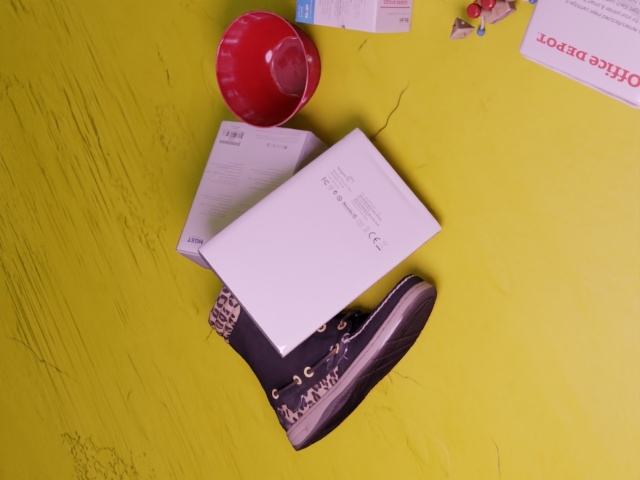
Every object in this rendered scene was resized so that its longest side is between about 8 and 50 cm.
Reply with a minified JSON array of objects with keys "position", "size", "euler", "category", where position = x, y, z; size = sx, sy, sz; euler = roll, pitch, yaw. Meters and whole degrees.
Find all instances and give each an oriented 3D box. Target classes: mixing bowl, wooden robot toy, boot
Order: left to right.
[{"position":[-0.066,-0.272,1.833],"size":[0.181,0.098,0.181],"euler":[9,105,34],"category":"mixing bowl"},{"position":[-0.010,0.124,1.858],"size":[0.284,0.138,0.377],"euler":[48,125,19],"category":"boot"},{"position":[0.241,-0.352,1.622],"size":[0.173,0.076,0.079],"euler":[-29,72,35],"category":"wooden robot toy"}]

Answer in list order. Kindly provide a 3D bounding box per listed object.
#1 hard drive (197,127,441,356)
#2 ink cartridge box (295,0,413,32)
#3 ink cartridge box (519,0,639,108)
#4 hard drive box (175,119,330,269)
[{"position":[0.000,0.000,1.734],"size":[0.307,0.040,0.203],"euler":[-38,84,-11],"category":"hard drive"},{"position":[0.065,-0.345,1.722],"size":[0.180,0.104,0.060],"euler":[15,108,33],"category":"ink cartridge box"},{"position":[0.402,-0.330,1.482],"size":[0.197,0.114,0.273],"euler":[30,114,26],"category":"ink cartridge box"},{"position":[-0.104,-0.062,1.846],"size":[0.181,0.089,0.232],"euler":[11,75,33],"category":"hard drive box"}]
